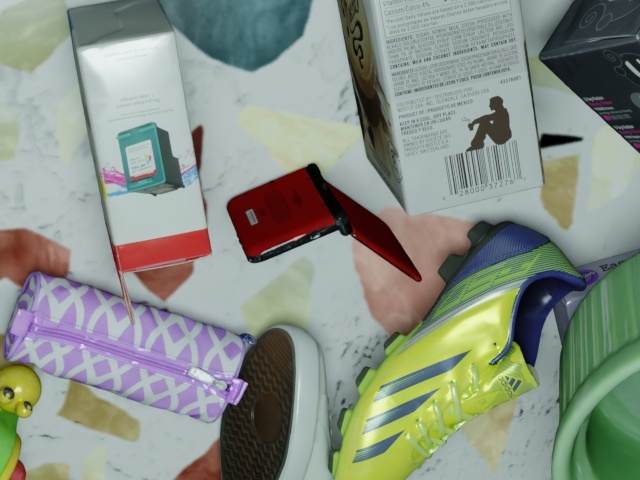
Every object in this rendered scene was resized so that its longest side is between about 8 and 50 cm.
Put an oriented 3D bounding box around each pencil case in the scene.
[{"bbox_3d":[-0.162,0.092,1.533,0.206,0.088,0.086,18,102,-15],"label":"pencil case"}]

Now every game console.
[{"bbox_3d":[0.000,0.000,1.500,0.124,0.144,0.085,-23,111,-2],"label":"game console"}]

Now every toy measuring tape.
[{"bbox_3d":[-0.348,0.233,1.535,0.121,0.121,0.330,40,98,-21],"label":"toy measuring tape"}]

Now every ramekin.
[{"bbox_3d":[0.335,0.133,1.497,0.303,0.148,0.303,1,130,1],"label":"ramekin"}]

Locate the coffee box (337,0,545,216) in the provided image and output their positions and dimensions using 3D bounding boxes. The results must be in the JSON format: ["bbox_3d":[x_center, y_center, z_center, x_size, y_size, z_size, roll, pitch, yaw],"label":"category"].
[{"bbox_3d":[0.080,-0.191,1.436,0.119,0.168,0.297,-13,111,-6],"label":"coffee box"}]

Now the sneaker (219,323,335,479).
[{"bbox_3d":[-0.017,0.207,1.612,0.123,0.106,0.290,-5,110,-36],"label":"sneaker"}]

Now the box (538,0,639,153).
[{"bbox_3d":[0.343,-0.133,1.494,0.270,0.143,0.165,39,73,-20],"label":"box"}]

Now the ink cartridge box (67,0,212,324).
[{"bbox_3d":[-0.141,-0.065,1.456,0.078,0.134,0.231,-11,112,-7],"label":"ink cartridge box"}]

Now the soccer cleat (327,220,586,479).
[{"bbox_3d":[0.115,0.116,1.546,0.121,0.093,0.289,32,84,23],"label":"soccer cleat"}]

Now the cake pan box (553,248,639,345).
[{"bbox_3d":[0.347,0.115,1.652,0.267,0.070,0.246,-15,110,-4],"label":"cake pan box"}]
